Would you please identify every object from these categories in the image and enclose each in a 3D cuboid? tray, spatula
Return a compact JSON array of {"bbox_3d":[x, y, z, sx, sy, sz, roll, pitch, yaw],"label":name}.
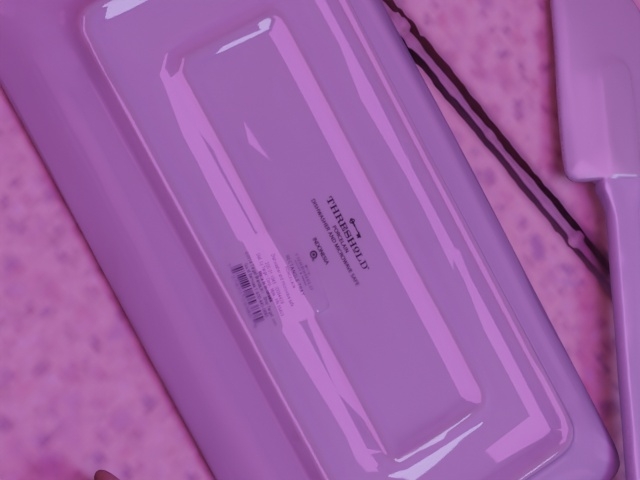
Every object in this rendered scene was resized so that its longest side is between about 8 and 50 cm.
[{"bbox_3d":[0.000,0.000,0.664,0.145,0.030,0.270,-30,96,-23],"label":"tray"},{"bbox_3d":[0.173,0.012,0.737,0.168,0.019,0.242,0,79,-25],"label":"spatula"}]

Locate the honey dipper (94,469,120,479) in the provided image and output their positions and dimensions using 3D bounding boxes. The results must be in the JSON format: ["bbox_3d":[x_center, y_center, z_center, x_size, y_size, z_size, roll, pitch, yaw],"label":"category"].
[{"bbox_3d":[-0.115,0.138,0.596,0.160,0.030,0.030,-45,101,-20],"label":"honey dipper"}]
